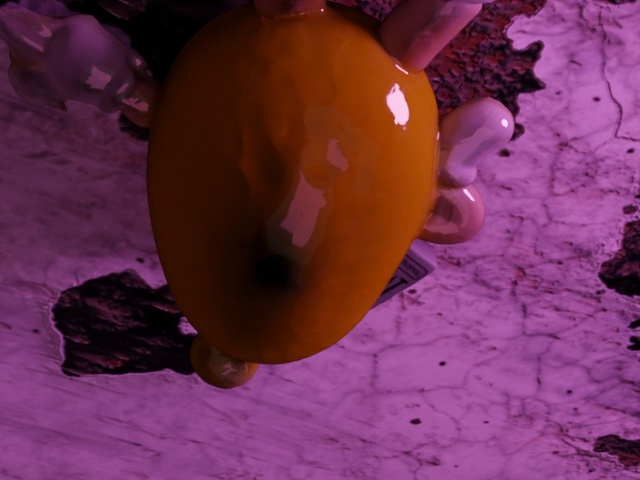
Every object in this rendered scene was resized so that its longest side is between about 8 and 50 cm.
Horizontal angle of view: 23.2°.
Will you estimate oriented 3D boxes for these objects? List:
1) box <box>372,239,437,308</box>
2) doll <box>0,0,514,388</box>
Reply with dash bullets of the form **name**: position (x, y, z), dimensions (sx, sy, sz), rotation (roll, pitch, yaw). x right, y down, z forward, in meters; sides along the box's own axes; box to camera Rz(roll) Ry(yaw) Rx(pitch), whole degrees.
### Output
- **box**: position (0.000, 0.000, 1.293), dimensions (0.115, 0.036, 0.177), rotation (-31, 133, 26)
- **doll**: position (-0.024, -0.102, 1.083), dimensions (0.423, 0.161, 0.348), rotation (-34, 109, 27)
